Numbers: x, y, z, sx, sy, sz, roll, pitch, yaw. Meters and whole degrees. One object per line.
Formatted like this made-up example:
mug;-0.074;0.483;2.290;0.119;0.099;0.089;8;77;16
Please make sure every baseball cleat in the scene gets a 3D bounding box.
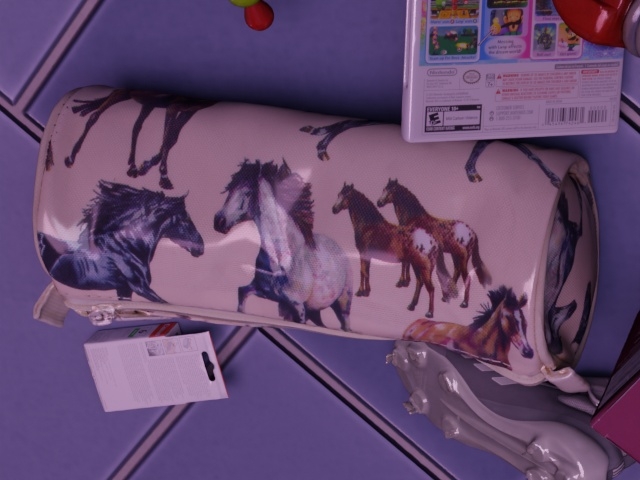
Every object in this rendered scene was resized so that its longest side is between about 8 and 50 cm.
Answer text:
baseball cleat;0.149;0.121;1.370;0.206;0.109;0.072;37;137;36

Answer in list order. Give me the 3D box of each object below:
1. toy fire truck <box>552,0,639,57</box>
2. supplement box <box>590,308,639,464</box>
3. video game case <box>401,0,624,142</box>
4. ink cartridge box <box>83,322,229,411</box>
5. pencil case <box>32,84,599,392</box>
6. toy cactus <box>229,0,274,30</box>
toy fire truck;0.242;-0.119;1.157;0.217;0.158;0.246;38;116;38
supplement box;0.262;0.091;1.243;0.104;0.188;0.081;40;119;1
video game case;0.132;-0.139;1.231;0.157;0.019;0.143;-4;107;-17
ink cartridge box;-0.129;0.101;1.486;0.115;0.029;0.063;-8;109;22
pencil case;0.000;0.000;1.314;0.410;0.160;0.183;8;88;17
toy cactus;0.009;-0.233;1.220;0.219;0.112;0.180;-26;141;18
